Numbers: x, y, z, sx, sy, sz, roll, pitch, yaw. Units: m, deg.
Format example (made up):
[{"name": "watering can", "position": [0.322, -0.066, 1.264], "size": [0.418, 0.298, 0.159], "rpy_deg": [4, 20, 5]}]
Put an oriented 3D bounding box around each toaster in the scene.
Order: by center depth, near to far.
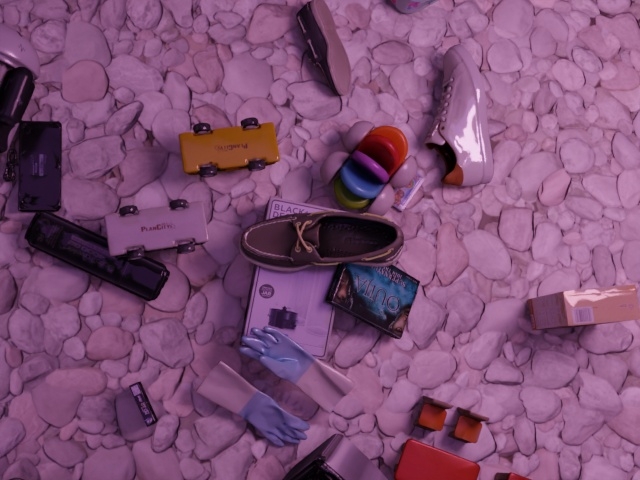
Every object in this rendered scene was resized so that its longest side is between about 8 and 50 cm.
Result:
[{"name": "toaster", "position": [0.025, 0.462, 1.524], "size": [0.168, 0.110, 0.185], "rpy_deg": [44, 121, 1]}]

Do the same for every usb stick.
[{"name": "usb stick", "position": [-0.424, 0.029, 1.599], "size": [0.278, 0.045, 0.077], "rpy_deg": [25, 87, -2]}]

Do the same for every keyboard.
[{"name": "keyboard", "position": [-0.557, -0.144, 1.621], "size": [0.108, 0.023, 0.180], "rpy_deg": [0, 81, -13]}]

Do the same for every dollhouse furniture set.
[{"name": "dollhouse furniture set", "position": [0.268, 0.452, 1.569], "size": [0.259, 0.135, 0.262], "rpy_deg": [20, 80, -3]}]

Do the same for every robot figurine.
[{"name": "robot figurine", "position": [-0.635, -0.272, 1.553], "size": [0.209, 0.173, 0.278], "rpy_deg": [21, 81, -5]}]

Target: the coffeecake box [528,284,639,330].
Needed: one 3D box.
[{"name": "coffeecake box", "position": [0.503, 0.131, 1.617], "size": [0.142, 0.185, 0.068], "rpy_deg": [-5, 82, -7]}]

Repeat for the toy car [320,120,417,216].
[{"name": "toy car", "position": [0.099, -0.144, 1.624], "size": [0.159, 0.136, 0.182], "rpy_deg": [38, 79, 0]}]

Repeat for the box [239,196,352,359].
[{"name": "box", "position": [-0.048, 0.074, 1.613], "size": [0.169, 0.087, 0.289], "rpy_deg": [12, 80, -5]}]

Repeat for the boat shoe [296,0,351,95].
[{"name": "boat shoe", "position": [0.005, -0.387, 1.711], "size": [0.065, 0.075, 0.206], "rpy_deg": [-18, 89, 34]}]

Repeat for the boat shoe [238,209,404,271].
[{"name": "boat shoe", "position": [0.000, -0.004, 1.523], "size": [0.305, 0.091, 0.109], "rpy_deg": [0, 74, 2]}]

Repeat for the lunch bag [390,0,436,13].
[{"name": "lunch bag", "position": [0.234, -0.615, 1.734], "size": [0.279, 0.108, 0.224], "rpy_deg": [-36, 87, -10]}]

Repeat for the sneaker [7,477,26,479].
[{"name": "sneaker", "position": [-0.429, 0.485, 1.509], "size": [0.299, 0.120, 0.112], "rpy_deg": [14, 45, 6]}]

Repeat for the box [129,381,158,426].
[{"name": "box", "position": [-0.328, 0.303, 1.558], "size": [0.018, 0.067, 0.083], "rpy_deg": [-25, 86, -10]}]

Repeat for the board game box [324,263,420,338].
[{"name": "board game box", "position": [0.103, 0.097, 1.609], "size": [0.186, 0.026, 0.126], "rpy_deg": [30, 72, -31]}]

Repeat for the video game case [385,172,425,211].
[{"name": "video game case", "position": [0.140, -0.127, 1.702], "size": [0.122, 0.011, 0.087], "rpy_deg": [36, 79, 0]}]

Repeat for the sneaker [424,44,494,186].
[{"name": "sneaker", "position": [0.265, -0.251, 1.685], "size": [0.123, 0.106, 0.290], "rpy_deg": [-8, 84, -10]}]

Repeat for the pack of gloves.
[{"name": "pack of gloves", "position": [-0.084, 0.280, 1.548], "size": [0.232, 0.046, 0.195], "rpy_deg": [36, 103, -12]}]

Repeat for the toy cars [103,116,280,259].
[{"name": "toy cars", "position": [-0.244, -0.095, 1.612], "size": [0.176, 0.087, 0.393], "rpy_deg": [40, 78, 0]}]
